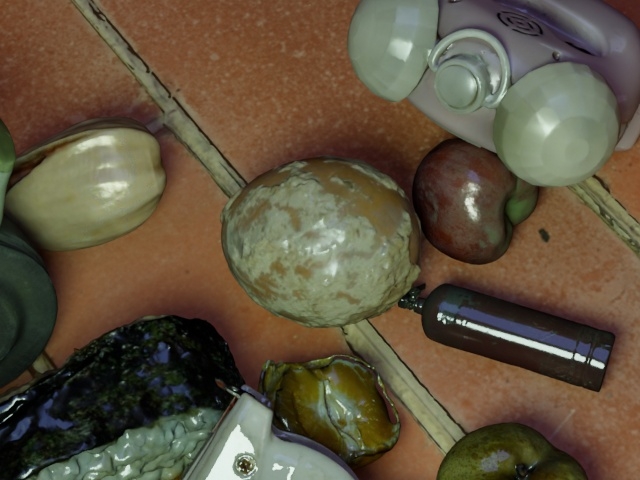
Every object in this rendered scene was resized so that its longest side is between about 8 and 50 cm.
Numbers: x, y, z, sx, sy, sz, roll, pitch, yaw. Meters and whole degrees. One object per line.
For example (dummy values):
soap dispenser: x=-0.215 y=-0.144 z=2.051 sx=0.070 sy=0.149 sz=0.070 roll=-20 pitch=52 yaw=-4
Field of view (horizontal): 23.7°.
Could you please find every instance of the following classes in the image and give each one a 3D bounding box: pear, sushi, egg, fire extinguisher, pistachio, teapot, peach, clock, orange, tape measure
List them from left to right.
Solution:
teapot: x=-0.451 y=0.005 z=1.741 sx=0.239 sy=0.322 sz=0.239 roll=-19 pitch=45 yaw=-16
pistachio: x=-0.293 y=-0.068 z=1.853 sx=0.229 sy=0.157 sz=0.157 roll=-18 pitch=60 yaw=12
sushi: x=-0.248 y=0.211 z=1.664 sx=0.350 sy=0.211 sz=0.171 roll=-25 pitch=57 yaw=-16
tape measure: x=-0.062 y=0.312 z=1.559 sx=0.265 sy=0.130 sz=0.258 roll=33 pitch=88 yaw=-2
egg: x=0.000 y=0.000 z=1.768 sx=0.245 sy=0.203 sz=0.203 roll=8 pitch=61 yaw=21
orange: x=0.001 y=0.200 z=1.697 sx=0.170 sy=0.112 sz=0.160 roll=30 pitch=49 yaw=6
peach: x=0.179 y=-0.051 z=1.830 sx=0.152 sy=0.152 sz=0.152 roll=-2 pitch=60 yaw=3
fire extinguisher: x=0.206 y=0.099 z=1.772 sx=0.267 sy=0.072 sz=0.089 roll=17 pitch=28 yaw=13
pear: x=0.202 y=0.273 z=1.630 sx=0.167 sy=0.136 sz=0.167 roll=1 pitch=57 yaw=-1
clock: x=0.227 y=-0.203 z=1.801 sx=0.342 sy=0.184 sz=0.326 roll=28 pitch=29 yaw=23
